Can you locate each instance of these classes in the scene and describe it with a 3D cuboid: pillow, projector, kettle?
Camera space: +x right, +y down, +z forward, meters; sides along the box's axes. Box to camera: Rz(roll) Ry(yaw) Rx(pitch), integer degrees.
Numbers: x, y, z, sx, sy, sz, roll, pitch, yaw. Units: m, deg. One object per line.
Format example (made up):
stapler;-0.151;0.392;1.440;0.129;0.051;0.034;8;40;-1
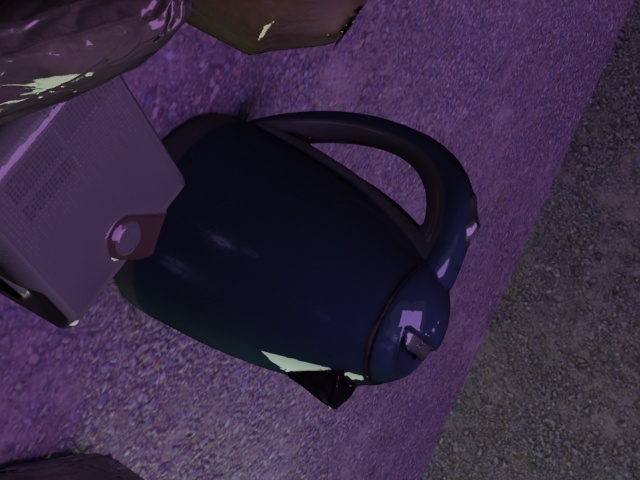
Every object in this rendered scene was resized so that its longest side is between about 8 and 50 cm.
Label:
pillow;-0.226;-0.095;0.661;0.274;0.281;0.076;-21;106;-14
projector;-0.234;-0.056;0.911;0.177;0.163;0.242;-55;152;-18
kettle;0.000;0.000;1.215;0.319;0.342;0.247;-62;155;-8

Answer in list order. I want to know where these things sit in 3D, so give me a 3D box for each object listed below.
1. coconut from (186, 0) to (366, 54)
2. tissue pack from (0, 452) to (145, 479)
coconut;-0.054;-0.314;0.891;0.323;0.323;0.323;-45;149;-36
tissue pack;-0.331;0.414;1.208;0.242;0.125;0.343;3;110;-64
